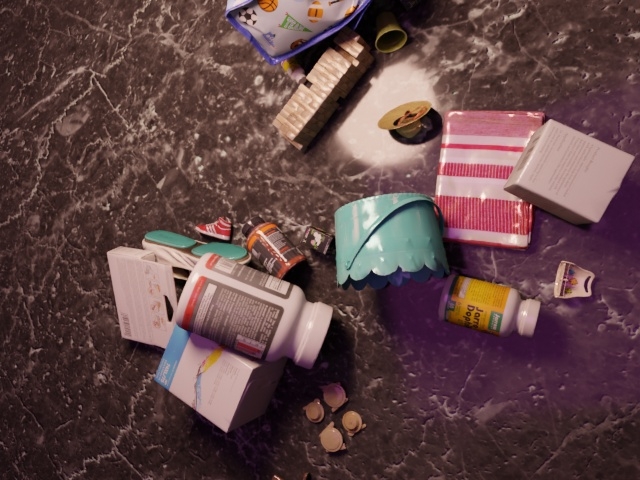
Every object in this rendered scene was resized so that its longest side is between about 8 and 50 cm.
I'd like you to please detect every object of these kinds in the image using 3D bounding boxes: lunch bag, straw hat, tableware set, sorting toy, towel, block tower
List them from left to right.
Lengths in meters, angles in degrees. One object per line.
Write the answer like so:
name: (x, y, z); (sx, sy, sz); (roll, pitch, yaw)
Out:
lunch bag: (-0.018, -0.681, 1.296); (0.386, 0.239, 0.327); (-20, 57, 29)
block tower: (0.007, -0.406, 1.394); (0.091, 0.097, 0.335); (44, 106, 20)
tableware set: (0.035, 0.474, 1.379); (0.141, 0.020, 0.168); (-39, 72, 15)
straw hat: (0.223, -0.295, 1.307); (0.145, 0.144, 0.061); (-17, 123, 22)
towel: (0.399, -0.150, 1.239); (0.237, 0.037, 0.328); (7, 90, 25)
sorting toy: (0.570, 0.093, 1.149); (0.075, 0.045, 0.083); (11, 92, 17)

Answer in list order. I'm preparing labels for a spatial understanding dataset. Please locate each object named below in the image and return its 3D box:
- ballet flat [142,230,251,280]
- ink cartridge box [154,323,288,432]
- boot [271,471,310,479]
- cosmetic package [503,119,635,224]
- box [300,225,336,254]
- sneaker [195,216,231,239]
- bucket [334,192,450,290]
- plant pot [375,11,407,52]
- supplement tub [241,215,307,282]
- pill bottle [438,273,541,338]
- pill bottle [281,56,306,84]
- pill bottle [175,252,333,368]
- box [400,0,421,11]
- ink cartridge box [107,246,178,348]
ballet flat: (-0.367, 0.063, 1.534); (0.401, 0.139, 0.139); (11, 92, 28)
ink cartridge box: (-0.270, 0.353, 1.423); (0.270, 0.198, 0.197); (26, 98, 23)
boot: (-0.089, 0.668, 1.418); (0.114, 0.037, 0.106); (17, 92, 28)
cosmetic package: (0.520, -0.140, 1.095); (0.184, 0.151, 0.151); (29, 95, 8)
box: (0.000, 0.000, 1.394); (0.083, 0.062, 0.052); (27, 100, 22)
sneaker: (-0.320, -0.046, 1.549); (0.119, 0.042, 0.066); (15, 98, 16)
bucket: (0.163, 0.009, 1.215); (0.281, 0.281, 0.182); (-12, 77, 23)
plant pot: (0.177, -0.551, 1.340); (0.083, 0.083, 0.079); (-18, 68, 22)
supplement tub: (-0.134, 0.022, 1.429); (0.198, 0.106, 0.106); (47, 105, 19)
pill bottle: (0.389, 0.156, 1.183); (0.209, 0.118, 0.117); (14, 93, 23)
pill bottle: (-0.074, -0.484, 1.461); (0.043, 0.043, 0.083); (-41, 73, 17)
pill bottle: (-0.165, 0.188, 1.324); (0.363, 0.210, 0.210); (22, 97, -1)
box: (0.241, -0.745, 1.325); (0.184, 0.059, 0.232); (-31, 75, 21)
ink cartridge box: (-0.512, 0.180, 1.558); (0.261, 0.066, 0.296); (8, 112, 25)
